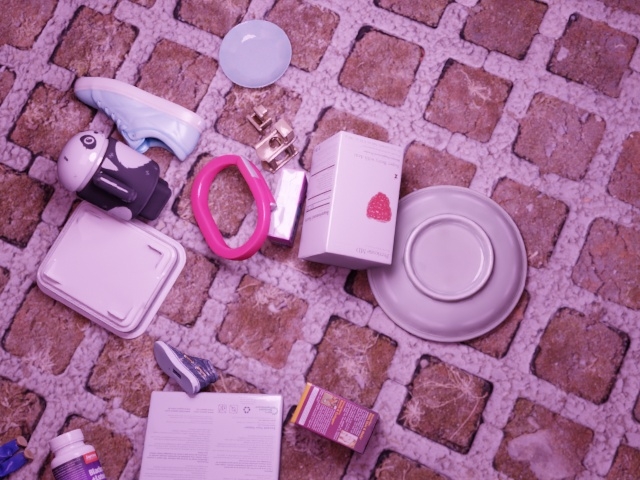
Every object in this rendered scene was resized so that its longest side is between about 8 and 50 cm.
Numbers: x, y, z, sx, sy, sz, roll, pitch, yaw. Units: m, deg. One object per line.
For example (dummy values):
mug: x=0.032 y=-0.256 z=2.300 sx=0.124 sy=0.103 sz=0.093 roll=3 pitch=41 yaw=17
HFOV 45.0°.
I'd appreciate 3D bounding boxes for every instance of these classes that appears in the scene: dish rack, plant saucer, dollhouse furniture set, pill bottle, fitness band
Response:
dish rack: x=-0.543 y=0.063 z=1.967 sx=0.333 sy=0.072 sz=0.285 roll=29 pitch=81 yaw=8
plant saucer: x=-0.172 y=-0.494 z=2.068 sx=0.195 sy=0.037 sz=0.194 roll=-1 pitch=78 yaw=5
dollhouse furniture set: x=-0.150 y=-0.274 z=1.948 sx=0.101 sy=0.182 sz=0.161 roll=-41 pitch=79 yaw=-4
plant saucer: x=0.312 y=0.047 z=1.894 sx=0.401 sy=0.100 sz=0.400 roll=-1 pitch=78 yaw=3
pill bottle: x=-0.579 y=0.557 z=1.849 sx=0.108 sy=0.108 sz=0.193 roll=-25 pitch=79 yaw=-1
fitness band: x=-0.220 y=-0.087 z=1.928 sx=0.209 sy=0.054 sz=0.290 roll=-41 pitch=60 yaw=23

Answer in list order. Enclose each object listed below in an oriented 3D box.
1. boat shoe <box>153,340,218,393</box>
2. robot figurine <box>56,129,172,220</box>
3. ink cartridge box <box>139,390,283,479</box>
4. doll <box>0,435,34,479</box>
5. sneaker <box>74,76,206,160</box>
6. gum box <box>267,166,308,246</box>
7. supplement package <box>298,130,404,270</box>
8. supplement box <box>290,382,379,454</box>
boat shoe: x=-0.334 y=0.306 z=1.911 sx=0.183 sy=0.083 sz=0.065 roll=39 pitch=128 yaw=31
robot figurine: x=-0.511 y=-0.160 z=1.921 sx=0.278 sy=0.209 sz=0.173 roll=30 pitch=61 yaw=-27
ink cartridge box: x=-0.256 y=0.525 z=1.820 sx=0.324 sy=0.071 sz=0.329 roll=2 pitch=66 yaw=4
doll: x=-0.801 y=0.566 z=1.895 sx=0.189 sy=0.046 sz=0.129 roll=-33 pitch=77 yaw=-3
sneaker: x=-0.490 y=-0.311 z=2.005 sx=0.366 sy=0.135 sz=0.150 roll=20 pitch=78 yaw=9
gum box: x=-0.082 y=-0.087 z=1.944 sx=0.062 sy=0.107 sz=0.188 roll=12 pitch=80 yaw=6
supplement package: x=0.075 y=-0.089 z=1.871 sx=0.178 sy=0.175 sz=0.292 roll=11 pitch=79 yaw=-22
supplement box: x=0.037 y=0.424 z=1.846 sx=0.188 sy=0.081 sz=0.104 roll=23 pitch=81 yaw=8
